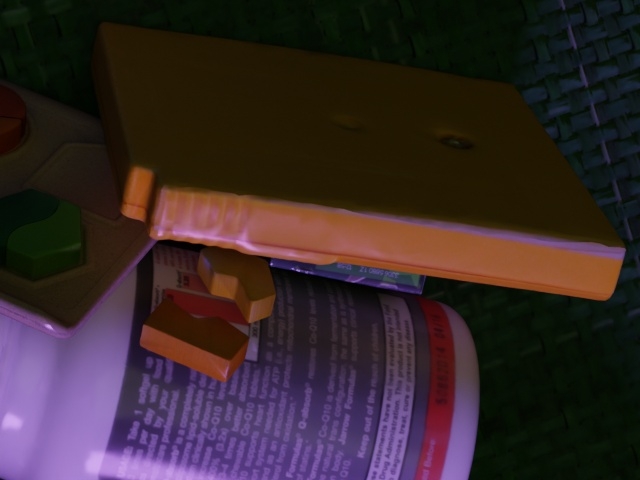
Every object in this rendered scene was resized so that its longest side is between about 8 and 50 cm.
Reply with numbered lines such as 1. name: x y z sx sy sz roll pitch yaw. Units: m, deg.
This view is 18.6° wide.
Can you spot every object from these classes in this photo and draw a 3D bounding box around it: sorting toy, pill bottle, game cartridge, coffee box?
1. sorting toy: -0.162 -0.022 1.271 0.307 0.229 0.041 22 127 13
2. pill bottle: -0.092 0.109 1.346 0.363 0.210 0.210 13 90 -15
3. game cartridge: 0.014 -0.058 1.332 0.324 0.285 0.052 6 115 -14
4. coffee box: 0.000 0.000 1.377 0.113 0.184 0.040 11 93 -16
